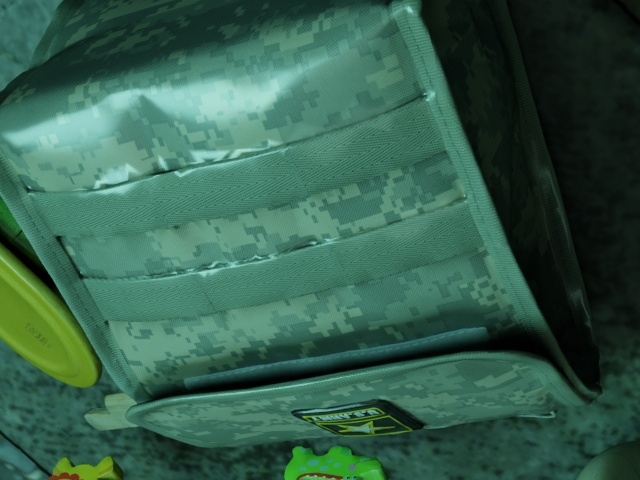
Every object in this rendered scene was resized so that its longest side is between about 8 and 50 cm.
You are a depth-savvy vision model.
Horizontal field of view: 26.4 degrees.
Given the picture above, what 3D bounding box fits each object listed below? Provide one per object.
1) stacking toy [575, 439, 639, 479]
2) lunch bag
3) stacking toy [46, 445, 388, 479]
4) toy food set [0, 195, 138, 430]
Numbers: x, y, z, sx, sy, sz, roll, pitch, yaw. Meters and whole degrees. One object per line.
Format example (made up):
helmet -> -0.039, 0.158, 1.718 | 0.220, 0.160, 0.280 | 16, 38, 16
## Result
stacking toy -> 0.156, 0.277, 0.848 | 0.141, 0.141, 0.330 | 24, 127, 0
lunch bag -> 0.000, 0.000, 0.701 | 0.235, 0.169, 0.287 | -11, 123, 23
stacking toy -> -0.048, 0.194, 0.858 | 0.221, 0.052, 0.167 | -5, 142, 17
toy food set -> -0.166, 0.017, 0.816 | 0.218, 0.071, 0.128 | 45, 153, -6
